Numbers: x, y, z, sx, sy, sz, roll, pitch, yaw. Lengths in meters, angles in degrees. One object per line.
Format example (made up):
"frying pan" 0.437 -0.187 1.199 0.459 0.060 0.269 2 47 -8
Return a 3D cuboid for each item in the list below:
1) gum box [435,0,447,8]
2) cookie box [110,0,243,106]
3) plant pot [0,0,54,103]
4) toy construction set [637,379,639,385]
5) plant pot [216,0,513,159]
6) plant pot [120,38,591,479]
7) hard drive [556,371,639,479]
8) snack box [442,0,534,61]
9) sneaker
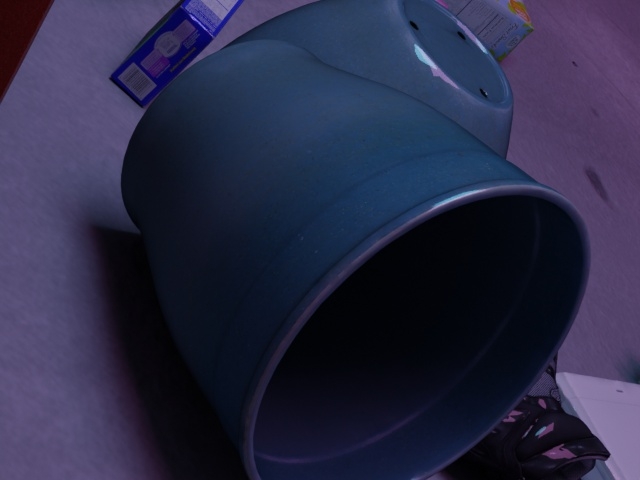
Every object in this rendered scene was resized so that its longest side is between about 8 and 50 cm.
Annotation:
"gum box" 0.076 -0.236 1.725 0.107 0.062 0.188 39 27 -15
"cookie box" -0.118 -0.170 1.316 0.040 0.092 0.107 45 25 -11
"plant pot" -0.270 -0.253 1.045 0.235 0.267 0.267 26 31 -15
"toy construction set" 0.473 0.202 1.601 0.327 0.151 0.215 35 42 -13
"plant pot" 0.049 -0.099 1.346 0.290 0.195 0.290 35 29 -23
"plant pot" 0.000 0.000 1.084 0.271 0.272 0.255 13 28 -48
"hard drive" 0.326 0.262 1.428 0.203 0.040 0.308 13 41 -48
"snack box" 0.161 -0.342 1.991 0.207 0.070 0.174 29 31 -29
"sneaker" 0.174 0.130 1.326 0.153 0.101 0.268 49 32 3
